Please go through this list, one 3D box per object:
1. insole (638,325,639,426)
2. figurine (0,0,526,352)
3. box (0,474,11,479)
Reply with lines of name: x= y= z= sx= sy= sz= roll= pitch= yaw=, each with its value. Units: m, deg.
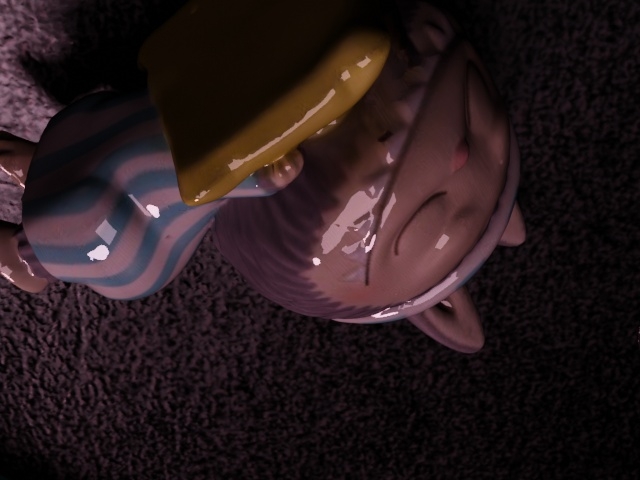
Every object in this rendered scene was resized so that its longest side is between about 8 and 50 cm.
insole: x=0.314 y=0.112 z=1.588 sx=0.064 sy=0.004 sz=0.188 roll=-3 pitch=127 yaw=0
figurine: x=0.000 y=0.000 z=1.338 sx=0.361 sy=0.266 sz=0.377 roll=-26 pitch=124 yaw=23
box: x=-0.379 y=0.294 z=1.629 sx=0.311 sy=0.118 sz=0.205 roll=32 pitch=117 yaw=-24
